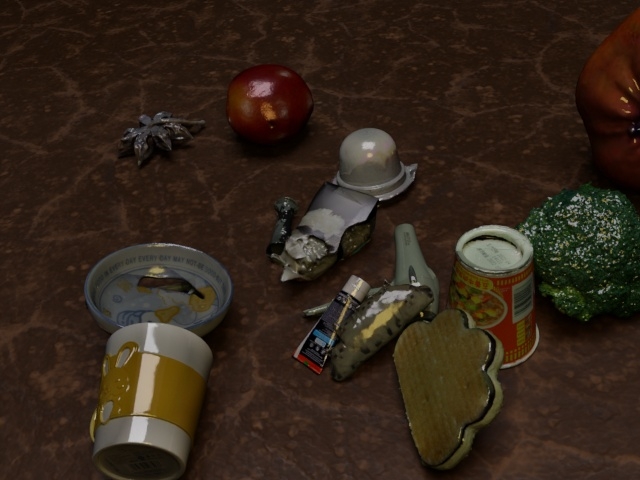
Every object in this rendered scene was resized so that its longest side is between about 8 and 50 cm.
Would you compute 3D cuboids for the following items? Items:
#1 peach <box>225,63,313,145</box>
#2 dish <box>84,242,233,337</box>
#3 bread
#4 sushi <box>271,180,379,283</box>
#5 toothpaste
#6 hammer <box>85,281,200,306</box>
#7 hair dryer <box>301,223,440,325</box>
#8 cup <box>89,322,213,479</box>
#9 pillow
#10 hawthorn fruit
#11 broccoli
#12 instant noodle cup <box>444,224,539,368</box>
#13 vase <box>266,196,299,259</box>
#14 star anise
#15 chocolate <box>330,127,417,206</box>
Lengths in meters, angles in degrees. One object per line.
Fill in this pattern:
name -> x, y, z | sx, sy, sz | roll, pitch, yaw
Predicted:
peach -> -0.133, -0.355, 1.903 | 0.244, 0.199, 0.243 | 1, 47, -2
dish -> -0.310, 0.133, 1.393 | 0.274, 0.133, 0.273 | 7, 35, -5
bread -> 0.217, 0.225, 1.184 | 0.207, 0.056, 0.286 | -41, 35, 28
sushi -> 0.009, 0.014, 1.531 | 0.134, 0.109, 0.272 | 23, 62, 25
toothpaste -> 0.023, 0.154, 1.353 | 0.071, 0.045, 0.193 | 27, 78, 34
hammer -> -0.369, 0.114, 1.509 | 0.247, 0.029, 0.103 | -10, 39, -2
hair dryer -> 0.110, 0.063, 1.440 | 0.267, 0.092, 0.229 | 4, 55, 17
cup -> -0.302, 0.282, 1.207 | 0.241, 0.185, 0.226 | -31, 38, 26
pillow -> 0.095, 0.149, 1.315 | 0.241, 0.051, 0.093 | -41, 83, -4
hawthorn fruit -> 0.811, -0.314, 1.551 | 0.472, 0.471, 0.471 | -4, 40, 3
broccoli -> 0.490, 0.026, 1.360 | 0.295, 0.245, 0.264 | 14, 80, -6
instant noodle cup -> 0.301, 0.093, 1.292 | 0.193, 0.212, 0.193 | -4, 40, 4
vase -> -0.083, -0.027, 1.611 | 0.059, 0.059, 0.167 | -2, 40, 6
star anise -> -0.436, -0.296, 1.969 | 0.263, 0.081, 0.230 | -26, 33, -18
chocolate -> 0.123, -0.189, 1.709 | 0.222, 0.147, 0.221 | -1, 38, 1
